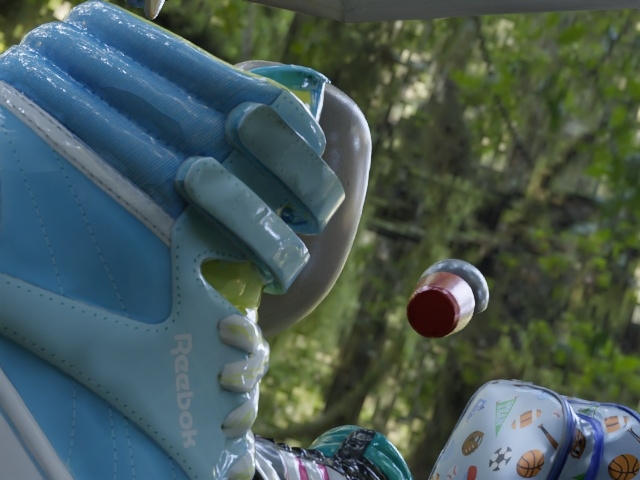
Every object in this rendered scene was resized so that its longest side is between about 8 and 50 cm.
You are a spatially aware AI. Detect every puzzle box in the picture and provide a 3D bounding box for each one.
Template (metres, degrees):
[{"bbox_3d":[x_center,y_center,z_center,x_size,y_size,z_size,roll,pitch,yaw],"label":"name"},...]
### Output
[{"bbox_3d":[0.160,-0.227,1.391,0.408,0.052,0.272,-5,13,-19],"label":"puzzle box"}]

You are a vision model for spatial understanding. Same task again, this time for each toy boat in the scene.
[{"bbox_3d":[0.000,0.000,1.488,0.318,0.268,0.148,27,12,9],"label":"toy boat"}]

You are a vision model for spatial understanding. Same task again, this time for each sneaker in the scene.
[{"bbox_3d":[-0.041,0.050,0.627,0.319,0.208,0.127,56,-16,-11],"label":"sneaker"},{"bbox_3d":[-0.024,0.193,1.295,0.295,0.178,0.124,43,-66,-13],"label":"sneaker"}]

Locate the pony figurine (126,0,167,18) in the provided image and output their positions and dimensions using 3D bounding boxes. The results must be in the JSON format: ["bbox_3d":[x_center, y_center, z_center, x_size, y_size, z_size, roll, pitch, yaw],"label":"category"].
[{"bbox_3d":[-0.167,-0.365,1.221,0.351,0.364,0.303,20,-6,24],"label":"pony figurine"}]

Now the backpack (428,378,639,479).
[{"bbox_3d":[0.230,0.258,1.538,0.213,0.277,0.263,34,-17,-32],"label":"backpack"}]
